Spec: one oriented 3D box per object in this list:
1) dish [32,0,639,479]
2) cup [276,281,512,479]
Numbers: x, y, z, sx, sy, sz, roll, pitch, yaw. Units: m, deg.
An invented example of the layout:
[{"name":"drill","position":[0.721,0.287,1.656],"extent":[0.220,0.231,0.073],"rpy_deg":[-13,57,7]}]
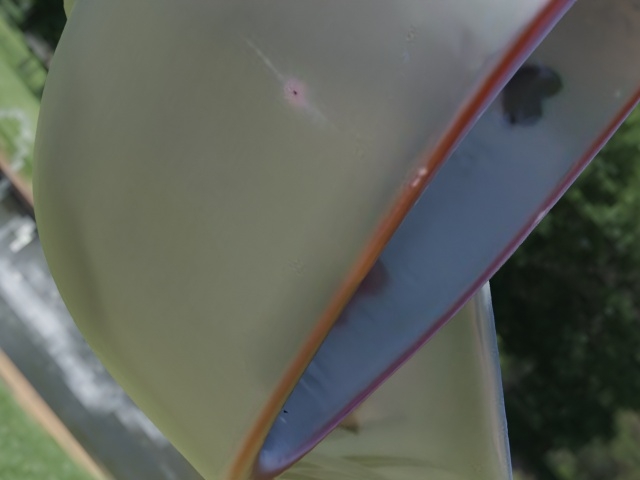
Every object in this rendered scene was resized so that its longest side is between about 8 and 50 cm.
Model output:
[{"name":"dish","position":[0.020,-0.067,0.510],"extent":[0.117,0.256,0.256],"rpy_deg":[40,-3,10]},{"name":"cup","position":[0.000,0.000,1.072],"extent":[0.347,0.163,0.347],"rpy_deg":[-9,90,-88]}]
